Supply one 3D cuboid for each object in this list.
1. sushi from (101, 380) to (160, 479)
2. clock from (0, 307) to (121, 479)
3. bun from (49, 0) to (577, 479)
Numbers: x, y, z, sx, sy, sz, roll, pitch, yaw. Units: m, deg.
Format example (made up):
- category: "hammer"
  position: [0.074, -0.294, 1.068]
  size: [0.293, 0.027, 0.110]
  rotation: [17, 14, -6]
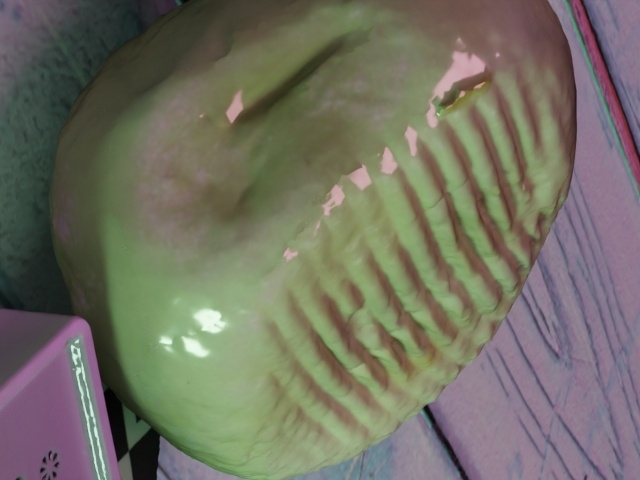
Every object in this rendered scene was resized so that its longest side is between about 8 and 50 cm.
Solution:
- category: "sushi"
  position: [-0.180, 0.207, 1.089]
  size: [0.264, 0.050, 0.290]
  rotation: [2, 95, -65]
- category: "clock"
  position: [-0.163, 0.151, 0.976]
  size: [0.150, 0.063, 0.197]
  rotation: [-48, 138, -51]
- category: "bun"
  position: [-0.004, -0.034, 1.132]
  size: [0.361, 0.213, 0.361]
  rotation: [-34, 151, -22]
